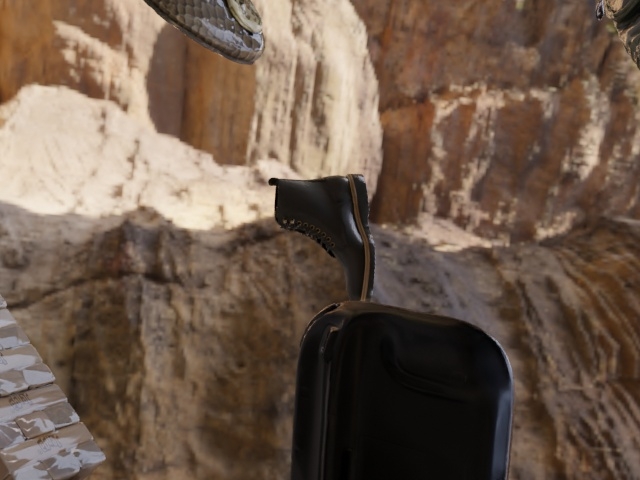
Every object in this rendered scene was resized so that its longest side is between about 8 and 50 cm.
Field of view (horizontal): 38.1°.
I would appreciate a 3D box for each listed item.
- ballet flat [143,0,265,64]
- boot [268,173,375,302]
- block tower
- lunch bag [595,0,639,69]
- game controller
[{"bbox_3d":[-0.117,-0.200,0.548,0.058,0.250,0.084,-42,-154,15],"label":"ballet flat"},{"bbox_3d":[0.000,0.000,1.295,0.077,0.137,0.198,112,-26,-59],"label":"boot"},{"bbox_3d":[-0.185,0.196,0.620,0.097,0.335,0.091,-43,167,19],"label":"block tower"},{"bbox_3d":[0.358,-0.246,0.703,0.305,0.212,0.256,114,-31,-47],"label":"lunch bag"},{"bbox_3d":[0.050,0.207,0.666,0.067,0.166,0.319,-12,107,-63],"label":"game controller"}]
